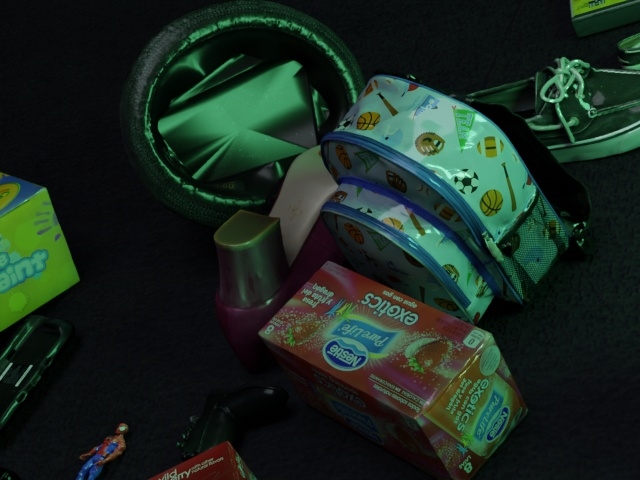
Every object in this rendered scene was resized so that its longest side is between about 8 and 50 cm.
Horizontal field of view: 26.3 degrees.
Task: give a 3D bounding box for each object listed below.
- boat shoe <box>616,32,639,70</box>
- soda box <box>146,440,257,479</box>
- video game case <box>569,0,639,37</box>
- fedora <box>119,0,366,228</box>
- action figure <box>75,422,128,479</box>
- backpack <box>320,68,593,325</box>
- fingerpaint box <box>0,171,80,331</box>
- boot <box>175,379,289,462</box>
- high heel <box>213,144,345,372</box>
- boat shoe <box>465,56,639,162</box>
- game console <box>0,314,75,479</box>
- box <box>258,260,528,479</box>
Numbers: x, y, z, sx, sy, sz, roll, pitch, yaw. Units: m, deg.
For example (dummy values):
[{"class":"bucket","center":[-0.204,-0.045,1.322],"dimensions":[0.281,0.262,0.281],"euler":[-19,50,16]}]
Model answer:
[{"class":"boat shoe","center":[0.430,-0.251,1.703],"dimensions":[0.125,0.038,0.046],"euler":[-19,40,15]},{"class":"soda box","center":[-0.186,0.317,1.434],"dimensions":[0.263,0.092,0.083],"euler":[-26,37,6]},{"class":"video game case","center":[0.466,-0.392,1.838],"dimensions":[0.275,0.035,0.248],"euler":[-14,41,19]},{"class":"fedora","center":[-0.107,-0.157,1.817],"dimensions":[0.334,0.334,0.152],"euler":[-44,7,-16]},{"class":"action figure","center":[-0.262,0.260,1.600],"dimensions":[0.038,0.030,0.115],"euler":[8,50,45]},{"class":"backpack","center":[0.119,-0.051,1.503],"dimensions":[0.276,0.263,0.213],"euler":[17,58,42]},{"class":"fingerpaint box","center":[-0.622,0.063,1.864],"dimensions":[0.371,0.163,0.445],"euler":[17,42,43]},{"class":"boot","center":[-0.100,0.210,1.535],"dimensions":[0.121,0.045,0.099],"euler":[-10,40,35]},{"class":"high heel","center":[0.000,0.000,1.692],"dimensions":[0.127,0.181,0.377],"euler":[19,37,37]},{"class":"boat shoe","center":[0.289,-0.165,1.645],"dimensions":[0.306,0.105,0.113],"euler":[-9,43,25]},{"class":"game console","center":[-0.423,0.238,1.717],"dimensions":[0.213,0.044,0.361],"euler":[8,52,36]},{"class":"box","center":[0.073,0.137,1.434],"dimensions":[0.122,0.128,0.257],"euler":[-46,41,-19]}]
